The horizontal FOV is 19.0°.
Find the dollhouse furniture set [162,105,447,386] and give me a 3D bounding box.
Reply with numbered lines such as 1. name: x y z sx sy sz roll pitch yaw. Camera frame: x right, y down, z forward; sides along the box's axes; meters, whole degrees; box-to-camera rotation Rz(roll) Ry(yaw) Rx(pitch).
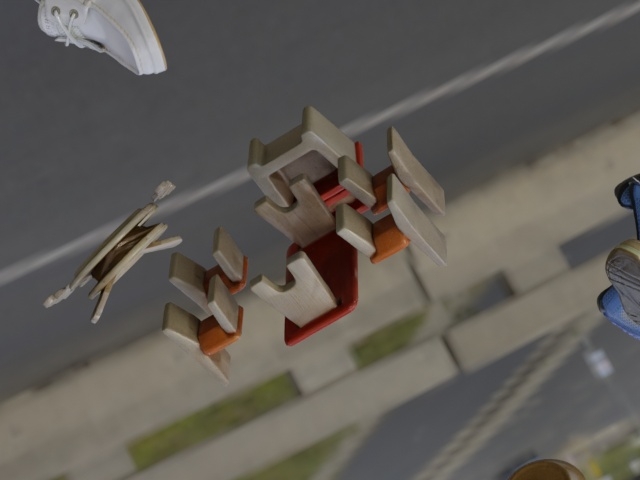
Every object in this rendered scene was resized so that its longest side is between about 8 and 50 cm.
1. dollhouse furniture set: 0.000 0.000 1.824 0.262 0.135 0.259 -30 -148 22

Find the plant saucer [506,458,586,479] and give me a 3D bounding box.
1. plant saucer: 0.193 0.222 1.674 0.083 0.083 0.015 -28 133 0

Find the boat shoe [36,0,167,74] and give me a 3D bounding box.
1. boat shoe: -0.270 -0.255 2.136 0.096 0.277 0.098 -30 138 -19

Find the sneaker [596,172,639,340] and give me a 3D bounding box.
1. sneaker: 0.353 -0.056 1.786 0.330 0.147 0.130 -65 159 -4

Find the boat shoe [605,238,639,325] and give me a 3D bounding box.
1. boat shoe: 0.277 0.030 1.629 0.045 0.050 0.135 -53 152 -15

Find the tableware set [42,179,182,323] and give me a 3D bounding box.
1. tableware set: -0.144 0.014 1.430 0.128 0.039 0.194 -46 -177 -2
